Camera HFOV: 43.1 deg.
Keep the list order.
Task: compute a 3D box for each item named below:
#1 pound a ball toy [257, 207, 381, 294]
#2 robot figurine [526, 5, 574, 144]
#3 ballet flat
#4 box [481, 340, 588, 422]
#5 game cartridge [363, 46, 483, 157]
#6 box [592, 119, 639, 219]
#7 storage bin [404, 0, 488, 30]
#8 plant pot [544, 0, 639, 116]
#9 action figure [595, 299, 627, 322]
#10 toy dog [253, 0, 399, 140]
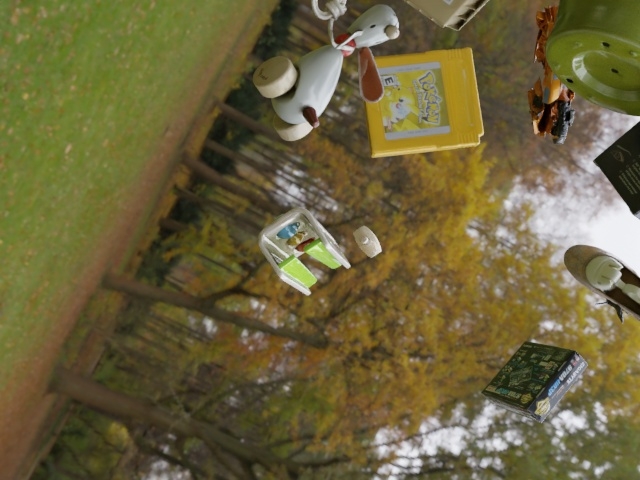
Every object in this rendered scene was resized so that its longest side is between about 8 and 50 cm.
[{"bbox_3d":[0.000,0.000,1.787,0.208,0.135,0.319,-34,165,4],"label":"pound a ball toy"},{"bbox_3d":[0.507,-0.353,1.777,0.291,0.085,0.211,81,9,-49],"label":"robot figurine"},{"bbox_3d":[0.721,0.106,1.922,0.107,0.316,0.106,-55,163,1],"label":"ballet flat"},{"bbox_3d":[0.491,0.321,1.877,0.175,0.051,0.220,-46,-169,-13],"label":"box"},{"bbox_3d":[0.283,-0.389,2.278,0.052,0.324,0.285,98,-15,-83],"label":"game cartridge"},{"bbox_3d":[0.593,-0.127,1.414,0.158,0.093,0.156,-44,-140,25],"label":"box"},{"bbox_3d":[0.272,-0.628,1.829,0.123,0.260,0.262,-59,-174,-13],"label":"storage bin"},{"bbox_3d":[0.552,-0.410,1.336,0.352,0.367,0.366,-59,-171,-10],"label":"plant pot"},{"bbox_3d":[0.908,0.170,2.253,0.141,0.276,0.164,64,27,-47],"label":"action figure"},{"bbox_3d":[0.029,-0.323,1.558,0.333,0.220,0.161,-53,-132,8],"label":"toy dog"}]
